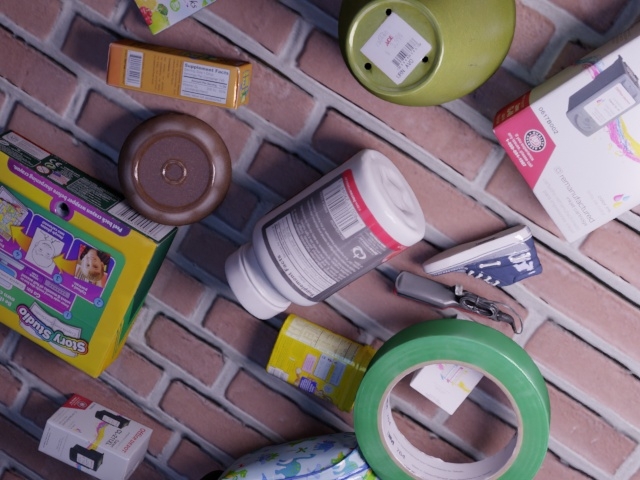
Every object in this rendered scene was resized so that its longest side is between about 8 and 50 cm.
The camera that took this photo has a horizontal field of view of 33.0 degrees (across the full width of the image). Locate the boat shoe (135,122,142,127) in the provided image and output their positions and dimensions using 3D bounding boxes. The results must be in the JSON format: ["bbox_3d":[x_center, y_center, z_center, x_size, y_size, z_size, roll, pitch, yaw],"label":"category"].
[{"bbox_3d":[-0.295,-0.139,1.892,0.049,0.043,0.137,-14,103,21],"label":"boat shoe"}]

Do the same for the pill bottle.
[{"bbox_3d":[0.000,0.000,1.787,0.318,0.176,0.176,-32,98,23],"label":"pill bottle"}]

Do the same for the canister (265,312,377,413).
[{"bbox_3d":[0.000,0.216,1.920,0.169,0.073,0.126,24,113,7],"label":"canister"}]

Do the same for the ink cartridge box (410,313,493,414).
[{"bbox_3d":[0.234,0.204,1.842,0.090,0.092,0.143,35,113,1],"label":"ink cartridge box"}]

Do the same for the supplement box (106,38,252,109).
[{"bbox_3d":[-0.236,-0.279,1.809,0.233,0.078,0.080,14,109,9],"label":"supplement box"}]

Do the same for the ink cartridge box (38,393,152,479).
[{"bbox_3d":[-0.427,0.380,2.063,0.175,0.127,0.072,23,110,5],"label":"ink cartridge box"}]

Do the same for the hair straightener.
[{"bbox_3d":[0.233,0.105,1.808,0.230,0.089,0.047,23,79,7],"label":"hair straightener"}]

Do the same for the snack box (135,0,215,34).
[{"bbox_3d":[-0.239,-0.417,1.782,0.141,0.037,0.100,-23,102,21],"label":"snack box"}]

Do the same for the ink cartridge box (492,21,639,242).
[{"bbox_3d":[0.448,-0.173,1.633,0.306,0.131,0.226,-33,98,24],"label":"ink cartridge box"}]

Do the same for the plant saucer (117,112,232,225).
[{"bbox_3d":[-0.252,-0.120,1.858,0.198,0.036,0.199,-1,100,-3],"label":"plant saucer"}]

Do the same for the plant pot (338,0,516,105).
[{"bbox_3d":[0.137,-0.308,1.580,0.274,0.293,0.275,5,109,13],"label":"plant pot"}]

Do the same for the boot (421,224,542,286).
[{"bbox_3d":[0.268,0.045,1.788,0.190,0.069,0.086,-19,100,19],"label":"boot"}]

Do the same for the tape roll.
[{"bbox_3d":[0.217,0.290,1.784,0.321,0.077,0.321,5,111,13],"label":"tape roll"}]

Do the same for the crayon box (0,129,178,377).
[{"bbox_3d":[-0.487,0.027,1.968,0.363,0.106,0.313,30,115,4],"label":"crayon box"}]

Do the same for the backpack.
[{"bbox_3d":[-0.041,0.468,1.909,0.355,0.290,0.274,5,92,15],"label":"backpack"}]
